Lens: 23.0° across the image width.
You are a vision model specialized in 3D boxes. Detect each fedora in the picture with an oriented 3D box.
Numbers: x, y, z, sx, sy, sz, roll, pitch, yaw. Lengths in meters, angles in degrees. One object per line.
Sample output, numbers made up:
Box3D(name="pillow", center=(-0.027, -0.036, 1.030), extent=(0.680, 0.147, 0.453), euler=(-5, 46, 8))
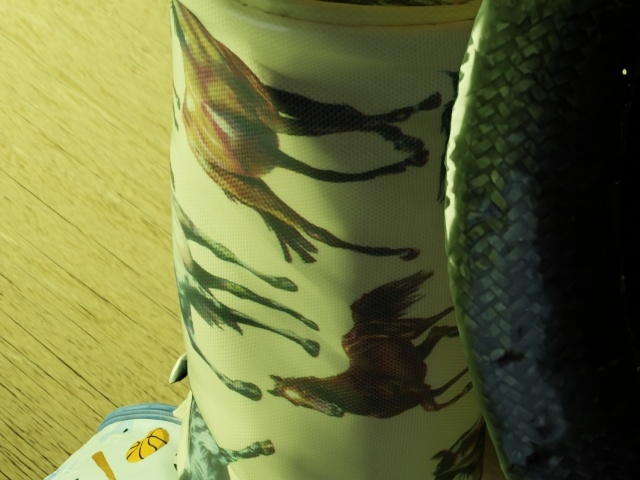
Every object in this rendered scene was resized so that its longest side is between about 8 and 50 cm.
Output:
Box3D(name="fedora", center=(0.181, -0.007, 0.488), extent=(0.334, 0.334, 0.152), euler=(61, 178, -15))

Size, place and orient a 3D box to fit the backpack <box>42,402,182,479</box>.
Box3D(name="backpack", center=(-0.062, 0.224, 0.974), extent=(0.276, 0.213, 0.263), euler=(-7, 125, 45))

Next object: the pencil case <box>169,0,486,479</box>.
Box3D(name="pencil case", center=(0.000, 0.000, 0.730), extent=(0.183, 0.160, 0.410), euler=(19, 137, 17))
